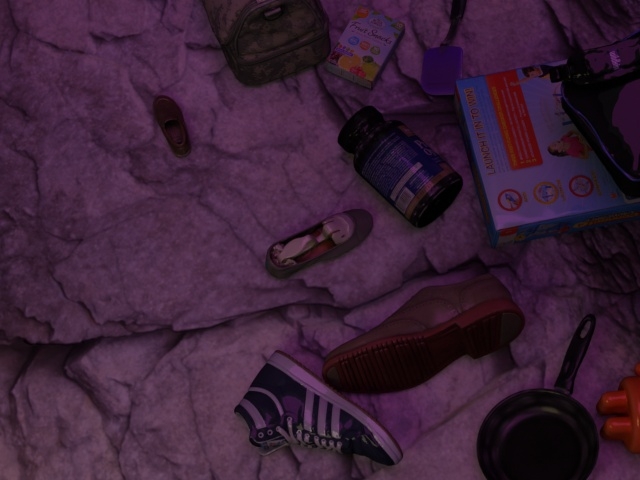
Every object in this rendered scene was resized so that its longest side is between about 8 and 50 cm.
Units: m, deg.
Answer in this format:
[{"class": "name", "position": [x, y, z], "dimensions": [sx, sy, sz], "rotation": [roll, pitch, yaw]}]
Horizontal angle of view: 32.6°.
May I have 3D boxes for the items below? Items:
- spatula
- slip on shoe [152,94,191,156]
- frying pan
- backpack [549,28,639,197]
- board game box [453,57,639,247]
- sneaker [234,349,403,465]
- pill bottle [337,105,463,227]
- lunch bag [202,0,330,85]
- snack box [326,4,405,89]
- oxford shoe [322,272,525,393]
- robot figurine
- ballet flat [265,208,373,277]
[{"class": "spatula", "position": [0.252, -0.410, 2.097], "dimensions": [0.084, 0.030, 0.296], "rotation": [1, 63, 29]}, {"class": "slip on shoe", "position": [-0.279, -0.220, 2.047], "dimensions": [0.051, 0.041, 0.135], "rotation": [-19, 69, -4]}, {"class": "frying pan", "position": [0.358, 0.279, 1.802], "dimensions": [0.197, 0.053, 0.326], "rotation": [-5, 56, 19]}, {"class": "backpack", "position": [0.561, -0.226, 1.815], "dimensions": [0.263, 0.213, 0.276], "rotation": [-34, 76, 8]}, {"class": "board game box", "position": [0.420, -0.166, 1.964], "dimensions": [0.302, 0.086, 0.308], "rotation": [-11, 68, -1]}, {"class": "sneaker", "position": [-0.013, 0.316, 1.790], "dimensions": [0.282, 0.099, 0.153], "rotation": [34, 69, 22]}, {"class": "pill bottle", "position": [0.137, -0.135, 1.948], "dimensions": [0.123, 0.123, 0.219], "rotation": [-41, 73, -12]}, {"class": "lunch bag", "position": [-0.122, -0.482, 2.027], "dimensions": [0.212, 0.256, 0.305], "rotation": [-19, 68, -5]}, {"class": "snack box", "position": [0.086, -0.368, 2.088], "dimensions": [0.100, 0.037, 0.141], "rotation": [26, 72, 12]}, {"class": "oxford shoe", "position": [0.163, 0.157, 1.856], "dimensions": [0.348, 0.123, 0.130], "rotation": [-17, 42, -2]}, {"class": "robot figurine", "position": [0.560, 0.279, 1.760], "dimensions": [0.219, 0.128, 0.158], "rotation": [-4, 27, 2]}, {"class": "ballet flat", "position": [0.000, 0.000, 1.931], "dimensions": [0.213, 0.068, 0.072], "rotation": [-28, 70, -8]}]
